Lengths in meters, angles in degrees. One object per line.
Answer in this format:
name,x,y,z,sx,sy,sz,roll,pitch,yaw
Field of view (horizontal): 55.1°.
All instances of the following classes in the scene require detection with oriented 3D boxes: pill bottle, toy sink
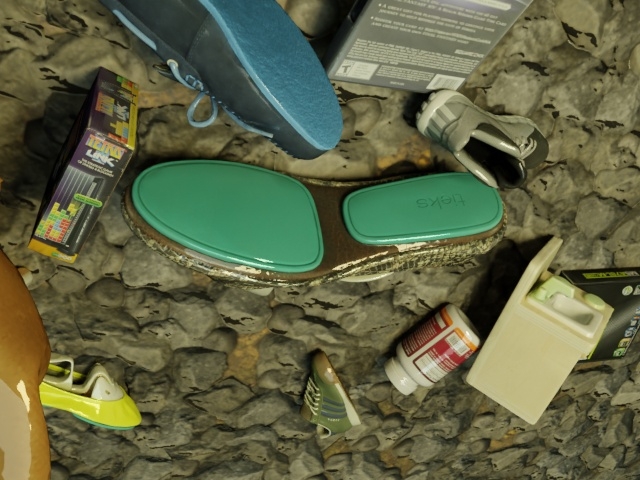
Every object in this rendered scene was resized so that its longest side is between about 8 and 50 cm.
pill bottle,0.179,0.178,0.988,0.152,0.086,0.086,-40,125,14
toy sink,0.349,0.136,0.940,0.152,0.131,0.234,-27,142,-53

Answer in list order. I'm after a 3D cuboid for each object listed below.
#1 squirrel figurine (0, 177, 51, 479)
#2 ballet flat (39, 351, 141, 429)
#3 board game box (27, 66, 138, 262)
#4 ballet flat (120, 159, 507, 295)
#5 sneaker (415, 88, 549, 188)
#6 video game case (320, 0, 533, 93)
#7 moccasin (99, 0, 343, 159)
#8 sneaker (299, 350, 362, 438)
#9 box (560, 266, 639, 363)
squirrel figurine,-0.388,0.033,0.590,0.281,0.370,0.397,1,95,-17
ballet flat,-0.347,0.204,0.862,0.231,0.077,0.077,26,97,-28
board game box,-0.238,-0.082,0.627,0.048,0.170,0.141,23,114,-27
ballet flat,0.000,0.000,0.783,0.482,0.164,0.182,-2,150,-17
sneaker,0.227,-0.101,0.762,0.228,0.132,0.086,10,126,-33
video game case,0.141,-0.258,0.618,0.196,0.026,0.274,-2,147,-32
moccasin,-0.116,-0.211,0.613,0.116,0.138,0.342,-28,113,38
sneaker,0.003,0.265,1.009,0.086,0.064,0.192,-27,131,-3
box,0.479,0.135,1.072,0.184,0.045,0.191,-2,124,-18
